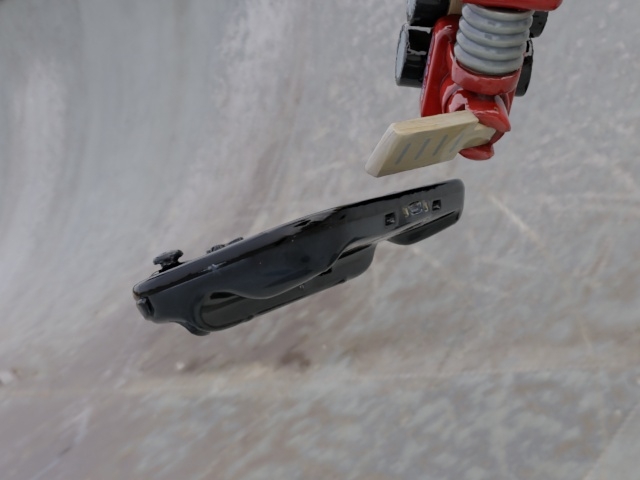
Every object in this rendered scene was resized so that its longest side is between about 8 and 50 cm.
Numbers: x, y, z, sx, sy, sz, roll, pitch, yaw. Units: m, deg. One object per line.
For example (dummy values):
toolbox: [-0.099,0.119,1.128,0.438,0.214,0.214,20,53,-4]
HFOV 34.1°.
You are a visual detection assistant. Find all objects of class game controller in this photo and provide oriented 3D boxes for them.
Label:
game controller: [0.000,0.000,0.790,0.166,0.067,0.319,-31,-6,26]

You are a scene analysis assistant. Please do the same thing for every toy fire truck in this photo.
toy fire truck: [0.116,-0.157,0.818,0.158,0.217,0.246,5,39,-5]
